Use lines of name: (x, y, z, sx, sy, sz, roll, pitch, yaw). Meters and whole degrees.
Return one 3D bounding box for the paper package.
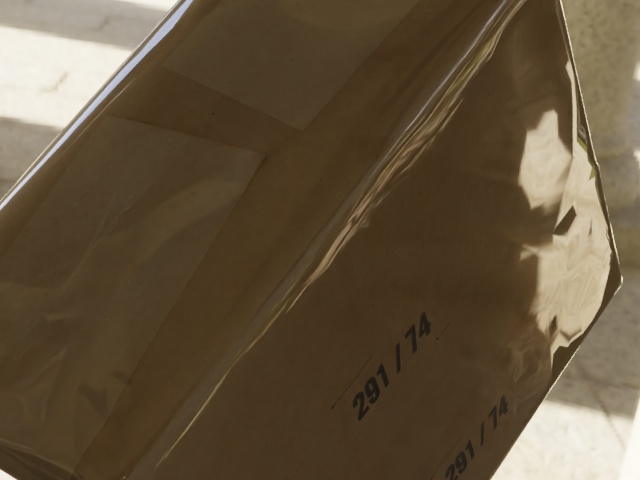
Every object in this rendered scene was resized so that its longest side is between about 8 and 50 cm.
paper package: (-0.007, 0.039, 0.646, 0.168, 0.309, 0.325, 24, 67, 33)
